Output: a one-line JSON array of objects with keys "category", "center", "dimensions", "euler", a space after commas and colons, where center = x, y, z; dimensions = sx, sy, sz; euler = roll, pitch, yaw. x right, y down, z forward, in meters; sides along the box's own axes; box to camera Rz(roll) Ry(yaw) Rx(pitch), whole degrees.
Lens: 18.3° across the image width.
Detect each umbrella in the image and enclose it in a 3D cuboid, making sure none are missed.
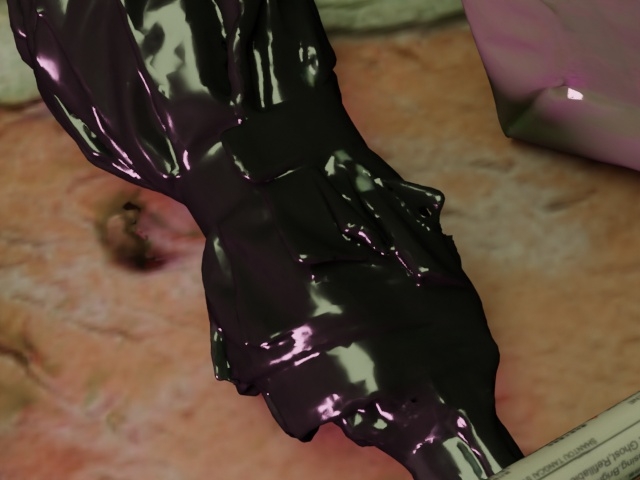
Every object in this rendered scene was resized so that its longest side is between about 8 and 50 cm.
[{"category": "umbrella", "center": [0.000, 0.000, 0.682], "dimensions": [0.118, 0.118, 0.340], "euler": [-34, 72, -2]}]

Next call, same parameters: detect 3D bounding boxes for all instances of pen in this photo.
[{"category": "pen", "center": [0.110, 0.055, 0.626], "dimensions": [0.204, 0.025, 0.025], "euler": [-27, 61, -22]}]

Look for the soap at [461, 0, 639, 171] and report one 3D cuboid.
[{"category": "soap", "center": [0.135, -0.134, 0.650], "dimensions": [0.138, 0.182, 0.199], "euler": [15, 72, 22]}]
